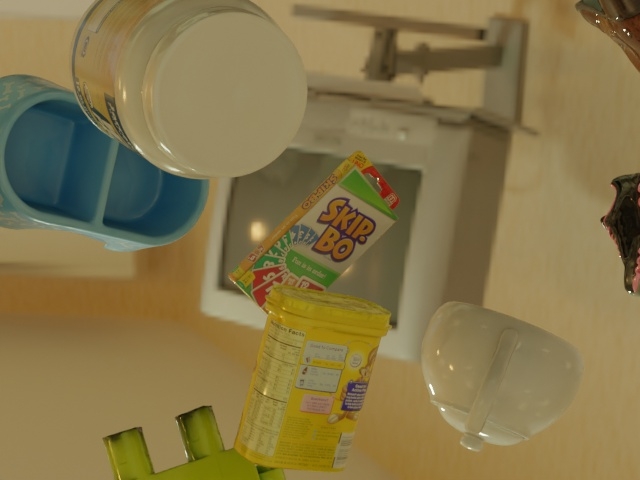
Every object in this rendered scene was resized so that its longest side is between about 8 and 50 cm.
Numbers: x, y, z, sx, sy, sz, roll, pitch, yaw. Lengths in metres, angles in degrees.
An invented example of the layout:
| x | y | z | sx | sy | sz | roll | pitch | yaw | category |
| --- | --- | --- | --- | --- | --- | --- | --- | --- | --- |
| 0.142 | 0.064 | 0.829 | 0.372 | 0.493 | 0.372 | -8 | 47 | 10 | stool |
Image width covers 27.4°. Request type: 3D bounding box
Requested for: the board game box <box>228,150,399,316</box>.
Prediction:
| x | y | z | sx | sy | sz | roll | pitch | yaw | category |
| --- | --- | --- | --- | --- | --- | --- | --- | --- | --- |
| 0.000 | 0.000 | 1.874 | 0.259 | 0.124 | 0.039 | -46 | -143 | -6 | board game box |

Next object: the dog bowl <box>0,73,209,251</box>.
| x | y | z | sx | sy | sz | roll | pitch | yaw | category |
| --- | --- | --- | --- | --- | --- | --- | --- | --- | --- |
| -0.245 | -0.078 | 1.419 | 0.297 | 0.166 | 0.074 | 14 | 176 | -42 | dog bowl |

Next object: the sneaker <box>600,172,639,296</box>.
| x | y | z | sx | sy | sz | roll | pitch | yaw | category |
| --- | --- | --- | --- | --- | --- | --- | --- | --- | --- |
| 0.278 | -0.007 | 1.178 | 0.057 | 0.119 | 0.047 | -4 | 161 | 38 | sneaker |

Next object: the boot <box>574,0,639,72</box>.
| x | y | z | sx | sy | sz | roll | pitch | yaw | category |
| --- | --- | --- | --- | --- | --- | --- | --- | --- | --- |
| 0.447 | -0.215 | 1.697 | 0.096 | 0.280 | 0.264 | -31 | -176 | 0 | boot |

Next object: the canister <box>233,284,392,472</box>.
| x | y | z | sx | sy | sz | roll | pitch | yaw | category |
| --- | --- | --- | --- | --- | --- | --- | --- | --- | --- |
| -0.010 | 0.139 | 1.307 | 0.126 | 0.170 | 0.073 | 11 | -172 | -30 | canister |

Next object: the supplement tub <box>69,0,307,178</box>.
| x | y | z | sx | sy | sz | roll | pitch | yaw | category |
| --- | --- | --- | --- | --- | --- | --- | --- | --- | --- |
| -0.106 | -0.129 | 1.034 | 0.144 | 0.144 | 0.199 | -6 | -163 | -24 | supplement tub |

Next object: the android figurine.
| x | y | z | sx | sy | sz | roll | pitch | yaw | category |
| --- | --- | --- | --- | --- | --- | --- | --- | --- | --- |
| -0.127 | 0.313 | 1.335 | 0.248 | 0.273 | 0.056 | -15 | 174 | -32 | android figurine |

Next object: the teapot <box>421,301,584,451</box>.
| x | y | z | sx | sy | sz | roll | pitch | yaw | category |
| --- | --- | --- | --- | --- | --- | --- | --- | --- | --- |
| 0.245 | 0.210 | 1.882 | 0.256 | 0.187 | 0.252 | 29 | 168 | -35 | teapot |
